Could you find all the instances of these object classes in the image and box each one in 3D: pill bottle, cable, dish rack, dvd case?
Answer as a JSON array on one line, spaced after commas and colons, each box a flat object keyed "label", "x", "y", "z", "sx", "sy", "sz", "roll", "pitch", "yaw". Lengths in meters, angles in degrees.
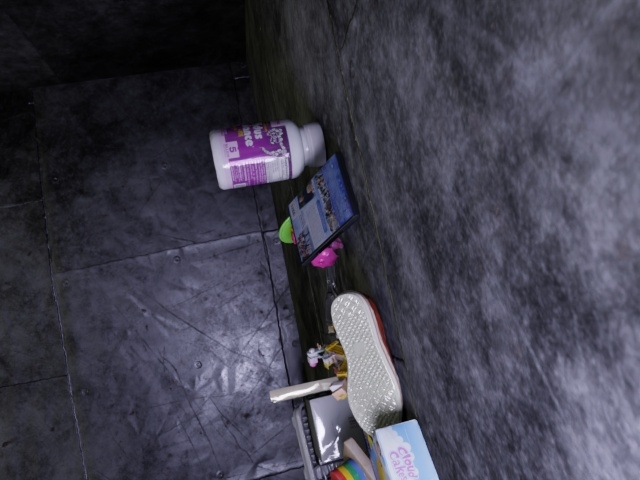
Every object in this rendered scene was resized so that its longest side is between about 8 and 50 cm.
[{"label": "pill bottle", "x": -0.144, "y": -0.245, "z": 1.488, "sx": 0.169, "sy": 0.302, "sz": 0.169, "roll": 169, "pitch": 90, "yaw": -81}, {"label": "cable", "x": 0.053, "y": 0.158, "z": 1.613, "sx": 0.139, "sy": 0.072, "sz": 0.286, "roll": 48, "pitch": -139, "yaw": -73}, {"label": "dish rack", "x": -0.013, "y": 0.807, "z": 2.163, "sx": 0.286, "sy": 0.073, "sz": 0.332, "roll": 10, "pitch": -117, "yaw": -62}, {"label": "dvd case", "x": 0.001, "y": -0.071, "z": 1.320, "sx": 0.253, "sy": 0.022, "sz": 0.180, "roll": -43, "pitch": 54, "yaw": 46}]

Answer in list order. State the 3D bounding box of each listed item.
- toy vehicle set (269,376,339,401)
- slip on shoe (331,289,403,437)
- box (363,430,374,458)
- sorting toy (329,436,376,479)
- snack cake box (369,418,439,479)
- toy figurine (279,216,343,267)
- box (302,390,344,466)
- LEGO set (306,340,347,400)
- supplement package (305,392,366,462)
[{"label": "toy vehicle set", "x": -0.037, "y": 0.495, "z": 1.793, "sx": 0.166, "sy": 0.267, "sz": 0.035, "roll": 102, "pitch": 156, "yaw": -72}, {"label": "slip on shoe", "x": 0.109, "y": 0.263, "z": 1.161, "sx": 0.101, "sy": 0.123, "sz": 0.331, "roll": -16, "pitch": -90, "yaw": -66}, {"label": "box", "x": 0.136, "y": 0.472, "z": 1.343, "sx": 0.059, "sy": 0.054, "sz": 0.168, "roll": 101, "pitch": 157, "yaw": -67}, {"label": "sorting toy", "x": 0.113, "y": 0.669, "z": 1.327, "sx": 0.255, "sy": 0.090, "sz": 0.257, "roll": 44, "pitch": 148, "yaw": 41}, {"label": "snack cake box", "x": 0.175, "y": 0.496, "z": 1.002, "sx": 0.152, "sy": 0.089, "sz": 0.264, "roll": 88, "pitch": 168, "yaw": -48}, {"label": "toy figurine", "x": 0.000, "y": 0.000, "z": 1.472, "sx": 0.159, "sy": 0.173, "sz": 0.130, "roll": 51, "pitch": 157, "yaw": 30}, {"label": "box", "x": 0.027, "y": 0.687, "z": 2.013, "sx": 0.165, "sy": 0.144, "sz": 0.270, "roll": 103, "pitch": 155, "yaw": -70}, {"label": "LEGO set", "x": 0.064, "y": 0.380, "z": 1.516, "sx": 0.287, "sy": 0.132, "sz": 0.107, "roll": -145, "pitch": 36, "yaw": -69}, {"label": "supplement package", "x": 0.046, "y": 0.605, "z": 1.770, "sx": 0.203, "sy": 0.150, "sz": 0.194, "roll": 111, "pitch": 148, "yaw": -74}]
